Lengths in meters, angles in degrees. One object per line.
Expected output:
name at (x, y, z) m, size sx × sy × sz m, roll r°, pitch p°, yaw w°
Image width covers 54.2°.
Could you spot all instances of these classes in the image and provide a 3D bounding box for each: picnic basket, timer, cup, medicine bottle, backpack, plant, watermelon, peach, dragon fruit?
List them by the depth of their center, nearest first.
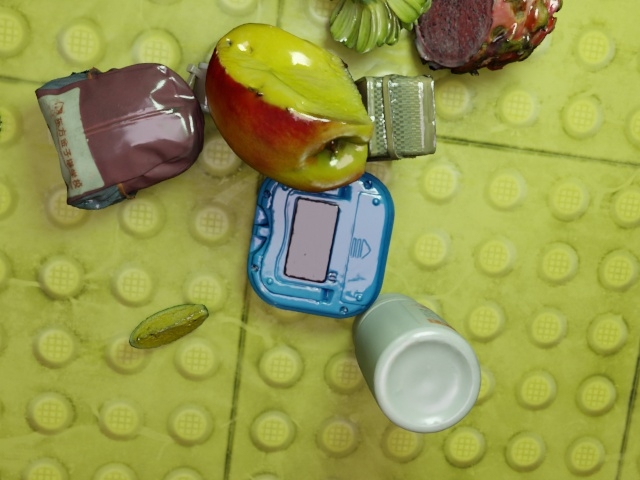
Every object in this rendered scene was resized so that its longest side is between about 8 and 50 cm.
peach at (-0.080, -0.260, 1.256) m, size 0.306 × 0.380 × 0.242 m, roll 0°, pitch 138°, yaw -23°
plant at (0.078, -0.540, 1.274) m, size 0.296 × 0.261 × 0.306 m, roll -11°, pitch 94°, yaw -17°
backpack at (-0.395, -0.231, 1.290) m, size 0.317 × 0.197 × 0.284 m, roll -16°, pitch 96°, yaw 7°
dragon fruit at (0.366, -0.506, 1.310) m, size 0.262 × 0.314 × 0.296 m, roll -13°, pitch 101°, yaw -22°
picnic basket at (0.128, -0.250, 1.316) m, size 0.139 × 0.266 × 0.165 m, roll -5°, pitch 95°, yaw -14°
medicine bottle at (0.184, 0.239, 1.322) m, size 0.210 × 0.371 × 0.211 m, roll -1°, pitch 96°, yaw -5°
cup at (-0.244, -0.327, 1.347) m, size 0.074 × 0.102 × 0.099 m, roll 15°, pitch 97°, yaw 11°
timer at (0.000, 0.000, 1.398) m, size 0.308 × 0.115 × 0.340 m, roll 10°, pitch 95°, yaw 0°
watermelon at (-0.334, 0.202, 1.410) m, size 0.181 × 0.092 × 0.075 m, roll -24°, pitch 112°, yaw -11°

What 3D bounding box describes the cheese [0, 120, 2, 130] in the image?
cheese at (-0.794, -0.234, 1.308) m, size 0.202 × 0.091 × 0.175 m, roll 22°, pitch 93°, yaw -8°
